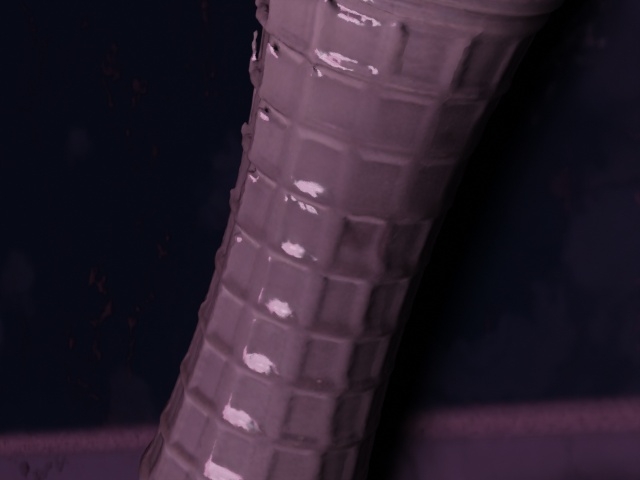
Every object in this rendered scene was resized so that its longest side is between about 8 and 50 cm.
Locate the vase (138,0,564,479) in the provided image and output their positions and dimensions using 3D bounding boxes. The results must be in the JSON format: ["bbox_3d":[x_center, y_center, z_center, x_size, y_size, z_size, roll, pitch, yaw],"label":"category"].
[{"bbox_3d":[0.000,0.000,0.822,0.143,0.143,0.299,36,119,38],"label":"vase"}]
